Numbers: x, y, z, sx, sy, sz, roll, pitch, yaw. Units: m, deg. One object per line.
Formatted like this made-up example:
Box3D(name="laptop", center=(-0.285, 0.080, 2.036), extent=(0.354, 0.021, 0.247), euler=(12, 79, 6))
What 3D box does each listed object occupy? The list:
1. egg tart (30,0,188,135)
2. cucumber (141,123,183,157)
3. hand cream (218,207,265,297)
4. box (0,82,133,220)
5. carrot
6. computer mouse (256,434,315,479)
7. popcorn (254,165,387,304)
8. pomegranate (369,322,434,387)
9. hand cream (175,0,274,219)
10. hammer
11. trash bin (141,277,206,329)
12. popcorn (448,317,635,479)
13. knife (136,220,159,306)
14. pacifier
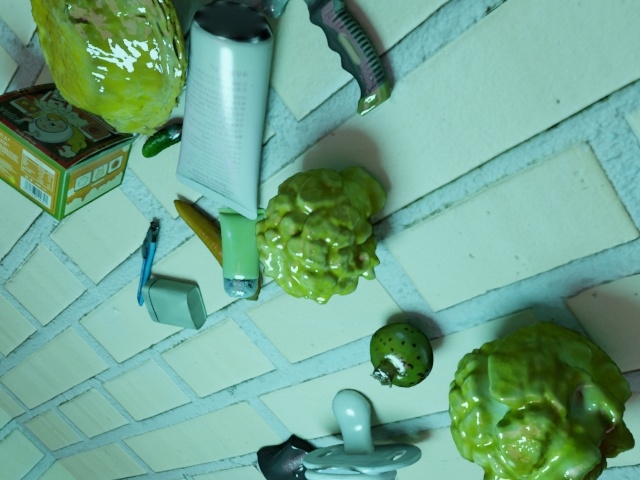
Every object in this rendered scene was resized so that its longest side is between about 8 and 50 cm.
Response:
Box3D(name="egg tart", center=(-0.341, -0.332, 0.706), extent=(0.351, 0.153, 0.340), euler=(-7, 110, 53))
Box3D(name="cucumber", center=(-0.295, -0.195, 0.888), extent=(0.155, 0.037, 0.037), euler=(-18, 111, 33))
Box3D(name="hand cream", center=(-0.156, 0.025, 0.920), extent=(0.095, 0.046, 0.175), euler=(2, 93, 8))
Box3D(name="box", center=(-0.510, -0.179, 0.910), extent=(0.194, 0.177, 0.148), euler=(35, 129, 1))
Box3D(name="carrot", center=(-0.206, 0.016, 0.969), extent=(0.062, 0.066, 0.271), euler=(-36, 101, -7))
Box3D(name="computer mouse", center=(-0.087, 0.626, 1.281), extent=(0.147, 0.088, 0.264), euler=(43, 125, -8))
Box3D(name="popcorn", center=(0.009, -0.006, 0.770), extent=(0.180, 0.216, 0.235), euler=(21, 139, 46))
Box3D(name="pomegranate", center=(0.148, 0.220, 0.883), extent=(0.130, 0.130, 0.130), euler=(12, 124, 18))
Box3D(name="hand cream", center=(-0.161, -0.200, 0.787), extent=(0.185, 0.118, 0.359), euler=(26, 135, 6))
Box3D(name="hammer", center=(0.031, -0.294, 0.666), extent=(0.158, 0.041, 0.227), euler=(-23, 107, 36))
Box3D(name="trash bin", center=(-0.349, 0.153, 1.118), extent=(0.129, 0.059, 0.116), euler=(7, 124, 21))
Box3D(name="popcorn", center=(0.344, 0.264, 0.735), extent=(0.247, 0.281, 0.282), euler=(59, 135, 29))
Box3D(name="knife", center=(-0.413, 0.062, 1.106), extent=(0.044, 0.026, 0.297), euler=(52, 134, 29))
Box3D(name="pacifier", center=(0.078, 0.443, 1.049), extent=(0.278, 0.227, 0.208), euler=(-14, 73, 31))
